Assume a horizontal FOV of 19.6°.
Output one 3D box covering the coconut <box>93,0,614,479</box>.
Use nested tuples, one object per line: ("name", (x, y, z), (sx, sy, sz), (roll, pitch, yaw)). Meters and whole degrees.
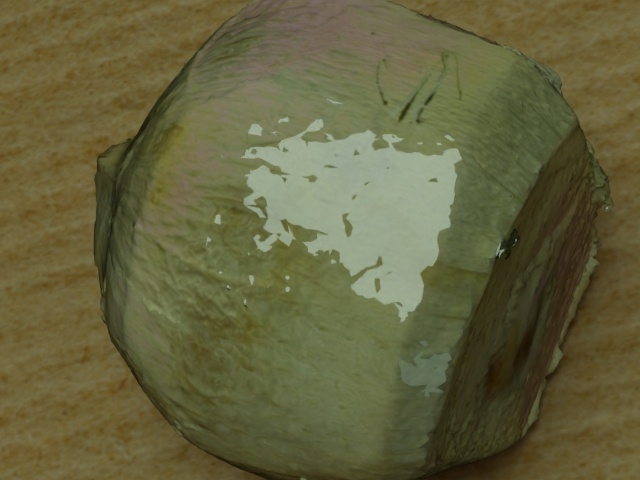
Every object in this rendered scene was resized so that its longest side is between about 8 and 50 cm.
("coconut", (0.000, 0.000, 1.404), (0.404, 0.404, 0.404), (-6, 66, 14))
